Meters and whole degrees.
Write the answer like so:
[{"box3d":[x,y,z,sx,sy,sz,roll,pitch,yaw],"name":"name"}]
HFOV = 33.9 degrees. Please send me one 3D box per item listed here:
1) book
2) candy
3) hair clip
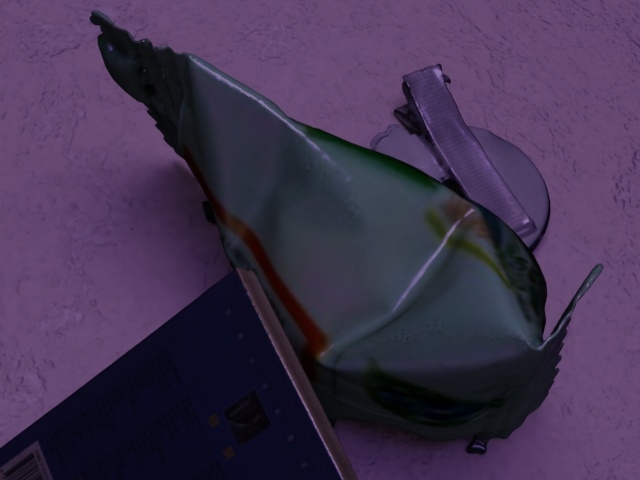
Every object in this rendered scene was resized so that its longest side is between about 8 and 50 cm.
[{"box3d":[-0.111,0.170,0.713,0.269,0.025,0.190,-37,66,18],"name":"book"},{"box3d":[0.004,-0.005,0.785,0.398,0.263,0.172,41,69,15],"name":"candy"},{"box3d":[0.135,-0.058,0.960,0.140,0.054,0.220,-20,67,-23],"name":"hair clip"}]
